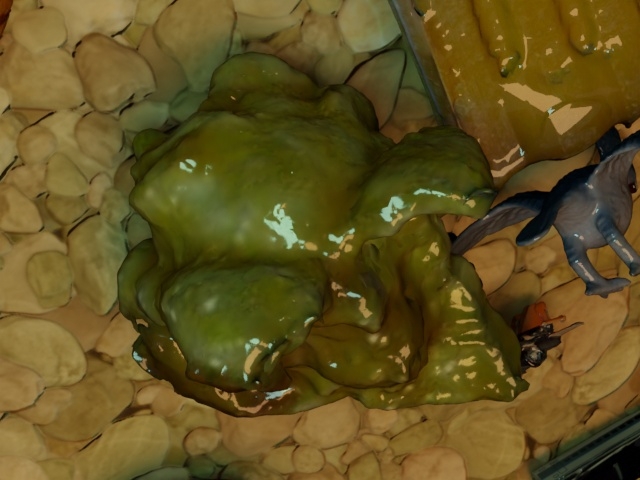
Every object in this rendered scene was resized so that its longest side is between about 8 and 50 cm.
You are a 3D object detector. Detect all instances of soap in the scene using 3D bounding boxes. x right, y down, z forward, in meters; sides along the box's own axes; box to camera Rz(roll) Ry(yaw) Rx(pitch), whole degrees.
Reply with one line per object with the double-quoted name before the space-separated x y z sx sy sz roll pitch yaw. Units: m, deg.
"soap" 0.175 -0.215 1.255 0.259 0.143 0.281 -31 126 -9

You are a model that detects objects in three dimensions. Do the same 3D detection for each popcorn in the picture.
"popcorn" 0.007 -0.004 1.221 0.321 0.290 0.326 2 148 -37

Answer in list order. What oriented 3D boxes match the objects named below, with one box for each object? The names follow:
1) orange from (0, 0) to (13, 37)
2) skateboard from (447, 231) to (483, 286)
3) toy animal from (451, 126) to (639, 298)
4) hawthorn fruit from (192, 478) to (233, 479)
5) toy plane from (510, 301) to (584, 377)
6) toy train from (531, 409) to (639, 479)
"orange" -0.309 -0.176 1.067 0.193 0.161 0.193 -12 127 -16
"skateboard" 0.104 0.037 1.426 0.080 0.067 0.151 -27 129 5
"toy animal" 0.223 -0.036 1.333 0.239 0.176 0.255 -31 160 29
"hawthorn fruit" -0.097 0.340 1.419 0.235 0.263 0.231 -63 149 -13
"toy plane" 0.162 0.112 1.458 0.188 0.062 0.135 -20 163 -36
"toy train" 0.340 0.207 1.628 0.252 0.048 0.055 -28 120 -13
